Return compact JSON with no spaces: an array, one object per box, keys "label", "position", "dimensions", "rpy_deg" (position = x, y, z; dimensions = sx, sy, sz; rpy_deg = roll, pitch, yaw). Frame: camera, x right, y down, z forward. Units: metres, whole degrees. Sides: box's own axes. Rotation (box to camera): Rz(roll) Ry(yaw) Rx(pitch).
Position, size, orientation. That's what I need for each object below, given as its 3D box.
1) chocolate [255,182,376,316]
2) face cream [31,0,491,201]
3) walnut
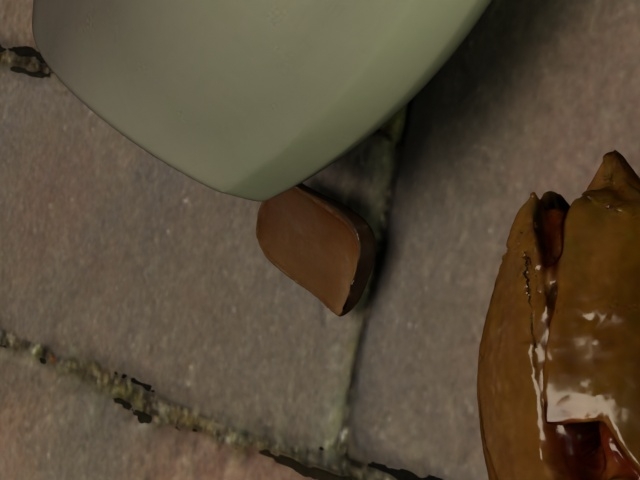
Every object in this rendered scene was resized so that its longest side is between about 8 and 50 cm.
[{"label":"chocolate","position":[0.000,0.000,1.055],"dimensions":[0.100,0.031,0.064],"rpy_deg":[33,117,43]},{"label":"face cream","position":[-0.009,-0.223,0.968],"dimensions":[0.312,0.219,0.357],"rpy_deg":[47,113,41]},{"label":"walnut","position":[0.146,0.075,0.833],"dimensions":[0.137,0.137,0.245],"rpy_deg":[-15,63,42]}]
